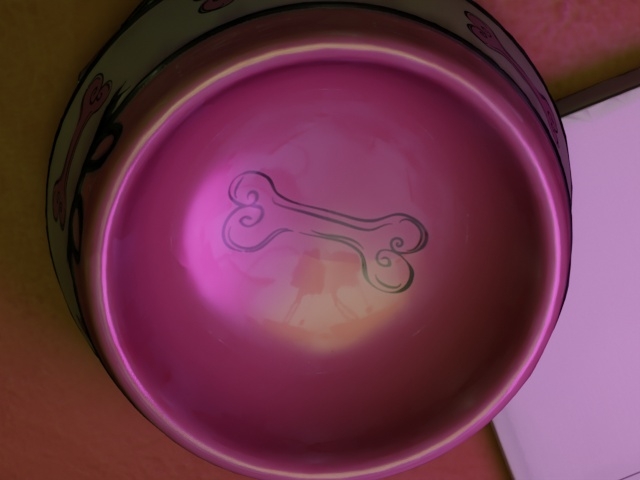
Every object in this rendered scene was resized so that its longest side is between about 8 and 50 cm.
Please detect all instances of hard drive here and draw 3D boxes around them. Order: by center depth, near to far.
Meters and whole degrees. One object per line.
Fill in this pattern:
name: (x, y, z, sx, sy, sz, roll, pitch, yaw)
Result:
hard drive: (0.230, 0.058, 1.342, 0.233, 0.047, 0.353, -22, 109, 0)

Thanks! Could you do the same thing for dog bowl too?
dog bowl: (0.000, 0.000, 1.192, 0.408, 0.150, 0.408, -2, 108, -6)

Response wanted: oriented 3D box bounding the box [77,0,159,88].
box: (-0.056, -0.133, 1.243, 0.184, 0.045, 0.190, 41, 99, -15)
